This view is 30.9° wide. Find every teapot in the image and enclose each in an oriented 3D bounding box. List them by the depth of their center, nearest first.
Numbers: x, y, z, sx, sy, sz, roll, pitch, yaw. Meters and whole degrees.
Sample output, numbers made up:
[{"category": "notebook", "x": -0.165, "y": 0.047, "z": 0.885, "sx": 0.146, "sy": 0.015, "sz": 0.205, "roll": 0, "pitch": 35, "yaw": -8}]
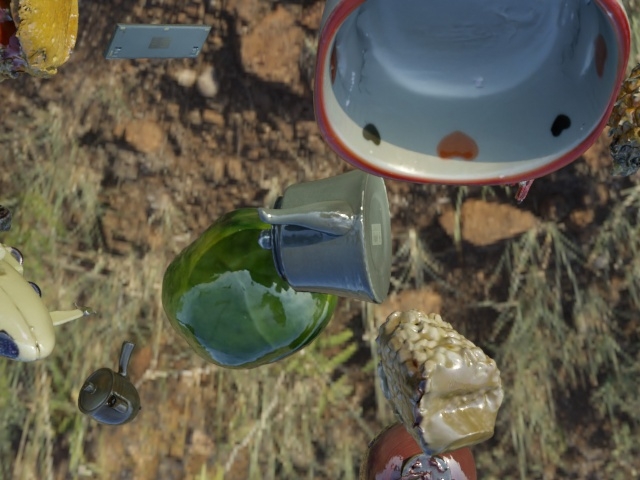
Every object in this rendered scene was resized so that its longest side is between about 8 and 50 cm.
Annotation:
[{"category": "teapot", "x": 0.000, "y": 0.000, "z": 1.367, "sx": 0.149, "sy": 0.162, "sz": 0.239, "roll": -4, "pitch": 165, "yaw": 14}, {"category": "teapot", "x": -0.257, "y": 0.186, "z": 1.486, "sx": 0.085, "sy": 0.110, "sz": 0.080, "roll": 14, "pitch": 160, "yaw": 48}]

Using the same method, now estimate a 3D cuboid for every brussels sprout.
[{"category": "brussels sprout", "x": -0.087, "y": 0.057, "z": 1.577, "sx": 0.219, "sy": 0.271, "sz": 0.210, "roll": -36, "pitch": 100, "yaw": 15}]

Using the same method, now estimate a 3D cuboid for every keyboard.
[{"category": "keyboard", "x": -0.226, "y": -0.278, "z": 1.612, "sx": 0.176, "sy": 0.014, "sz": 0.055, "roll": -12, "pitch": 143, "yaw": -50}]

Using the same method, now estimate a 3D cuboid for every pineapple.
[{"category": "pineapple", "x": 0.428, "y": -0.131, "z": 1.500, "sx": 0.137, "sy": 0.161, "sz": 0.176, "roll": -48, "pitch": 154, "yaw": 4}]

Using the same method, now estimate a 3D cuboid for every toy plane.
[{"category": "toy plane", "x": -0.291, "y": 0.032, "z": 0.974, "sx": 0.256, "sy": 0.104, "sz": 0.242, "roll": 28, "pitch": 117, "yaw": 33}]

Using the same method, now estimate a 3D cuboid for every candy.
[{"category": "candy", "x": 0.088, "y": 0.108, "z": 0.903, "sx": 0.085, "sy": 0.110, "sz": 0.095, "roll": -9, "pitch": 113, "yaw": -25}]

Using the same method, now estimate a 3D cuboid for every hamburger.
[{"category": "hamburger", "x": -0.408, "y": -0.321, "z": 1.479, "sx": 0.163, "sy": 0.244, "sz": 0.244, "roll": -1, "pitch": 134, "yaw": 4}]

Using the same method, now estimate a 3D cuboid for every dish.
[{"category": "dish", "x": 0.112, "y": -0.160, "z": 0.907, "sx": 0.256, "sy": 0.117, "sz": 0.256, "roll": 1, "pitch": 143, "yaw": 1}]

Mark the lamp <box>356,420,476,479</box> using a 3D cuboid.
[{"category": "lamp", "x": 0.137, "y": 0.357, "z": 1.744, "sx": 0.180, "sy": 0.180, "sz": 0.258, "roll": 4, "pitch": 168, "yaw": -3}]

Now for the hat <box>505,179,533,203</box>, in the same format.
[{"category": "hat", "x": 0.227, "y": -0.180, "z": 1.506, "sx": 0.227, "sy": 0.129, "sz": 0.140, "roll": 42, "pitch": 114, "yaw": -5}]

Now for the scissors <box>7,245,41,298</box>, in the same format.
[{"category": "scissors", "x": -0.399, "y": 0.072, "z": 1.269, "sx": 0.176, "sy": 0.085, "sz": 0.022, "roll": -27, "pitch": 172, "yaw": -17}]
